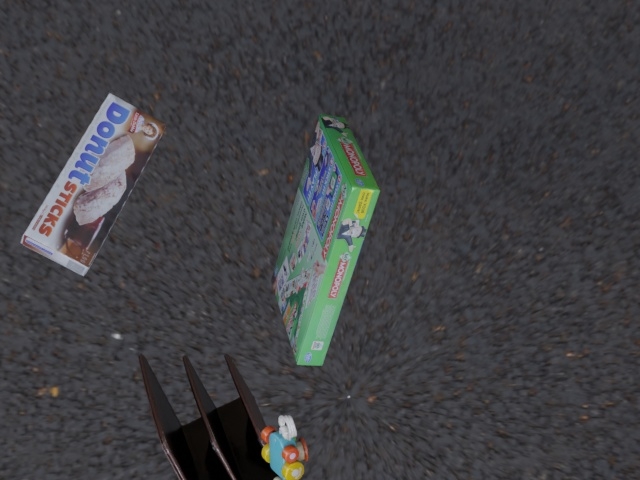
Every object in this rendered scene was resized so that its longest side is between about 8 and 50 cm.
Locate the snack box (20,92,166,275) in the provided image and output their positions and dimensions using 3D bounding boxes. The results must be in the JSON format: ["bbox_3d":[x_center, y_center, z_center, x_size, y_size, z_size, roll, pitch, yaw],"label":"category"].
[{"bbox_3d":[-0.206,-0.054,1.007,0.064,0.022,0.178,28,56,-9],"label":"snack box"}]

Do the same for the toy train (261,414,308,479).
[{"bbox_3d":[-0.010,0.274,1.215,0.046,0.125,0.166,-13,76,-30],"label":"toy train"}]

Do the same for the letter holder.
[{"bbox_3d":[-0.188,0.298,1.835,0.152,0.302,0.214,-27,118,-4],"label":"letter holder"}]

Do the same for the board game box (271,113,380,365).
[{"bbox_3d":[0.000,0.000,1.645,0.046,0.213,0.317,5,123,-19],"label":"board game box"}]
